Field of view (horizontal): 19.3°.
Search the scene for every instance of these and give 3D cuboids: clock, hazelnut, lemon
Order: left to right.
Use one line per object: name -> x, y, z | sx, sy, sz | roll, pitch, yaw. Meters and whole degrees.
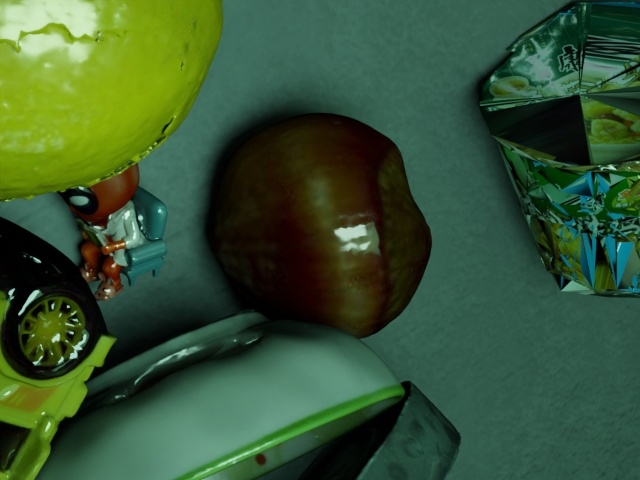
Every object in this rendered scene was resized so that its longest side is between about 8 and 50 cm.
lemon -> -0.212, -0.162, 1.206 | 0.297, 0.297, 0.297 | -15, 115, -33
clock -> -0.005, 0.248, 1.522 | 0.061, 0.312, 0.312 | 40, 78, -3
hazelnut -> 0.000, 0.000, 1.514 | 0.178, 0.178, 0.204 | -45, 159, -16

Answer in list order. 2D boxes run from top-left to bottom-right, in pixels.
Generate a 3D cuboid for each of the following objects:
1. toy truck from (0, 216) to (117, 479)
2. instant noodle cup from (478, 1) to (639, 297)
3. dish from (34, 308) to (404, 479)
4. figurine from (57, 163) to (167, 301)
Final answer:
toy truck -> -0.350, 0.057, 1.246 | 0.405, 0.180, 0.254 | 23, 95, -40
instant noodle cup -> 0.266, -0.073, 1.661 | 0.240, 0.240, 0.178 | -37, 134, -21
dish -> -0.107, 0.133, 1.433 | 0.324, 0.324, 0.124 | -21, 80, -31
figurine -> -0.162, -0.031, 1.432 | 0.075, 0.068, 0.140 | -24, 122, -26
